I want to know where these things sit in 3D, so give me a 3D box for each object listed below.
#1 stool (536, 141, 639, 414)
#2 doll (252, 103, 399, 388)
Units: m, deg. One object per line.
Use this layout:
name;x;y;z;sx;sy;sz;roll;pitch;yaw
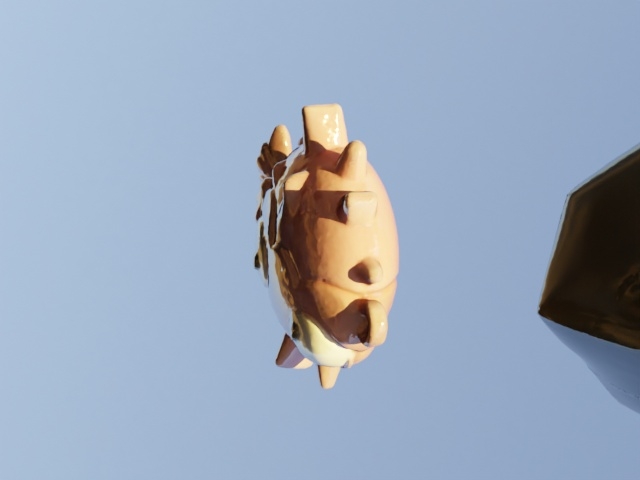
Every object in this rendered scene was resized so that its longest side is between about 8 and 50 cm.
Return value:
stool;0.280;0.023;1.077;0.232;0.141;0.232;-31;-148;22
doll;0.000;0.000;1.151;0.262;0.093;0.211;-117;-148;-46
